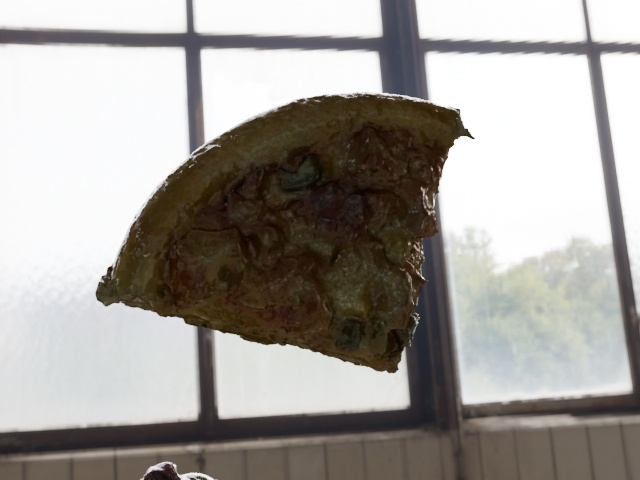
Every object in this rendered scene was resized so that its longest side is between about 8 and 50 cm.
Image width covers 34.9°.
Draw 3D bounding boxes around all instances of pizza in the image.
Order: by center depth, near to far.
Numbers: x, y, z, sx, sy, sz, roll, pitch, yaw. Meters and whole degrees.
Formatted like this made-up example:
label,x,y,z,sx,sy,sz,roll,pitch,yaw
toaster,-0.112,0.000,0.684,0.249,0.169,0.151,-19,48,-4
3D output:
label,x,y,z,sx,sy,sz,roll,pitch,yaw
pizza,0.000,0.000,0.668,0.292,0.197,0.058,-24,-10,-20

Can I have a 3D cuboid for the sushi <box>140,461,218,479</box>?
label,x,y,z,sx,sy,sz,roll,pitch,yaw
sushi,-0.090,0.311,0.969,0.270,0.170,0.236,20,3,-41
